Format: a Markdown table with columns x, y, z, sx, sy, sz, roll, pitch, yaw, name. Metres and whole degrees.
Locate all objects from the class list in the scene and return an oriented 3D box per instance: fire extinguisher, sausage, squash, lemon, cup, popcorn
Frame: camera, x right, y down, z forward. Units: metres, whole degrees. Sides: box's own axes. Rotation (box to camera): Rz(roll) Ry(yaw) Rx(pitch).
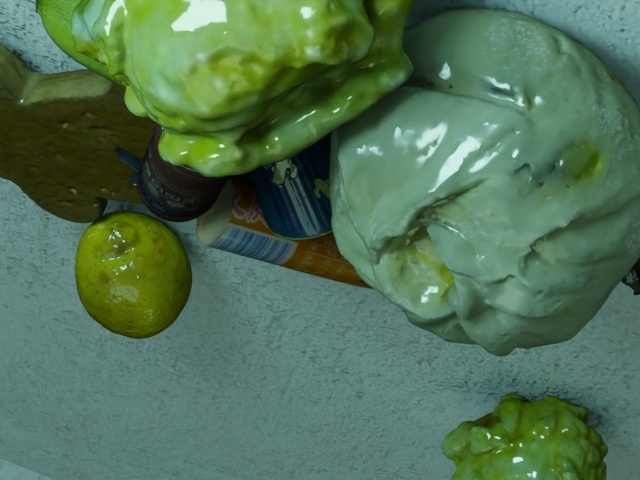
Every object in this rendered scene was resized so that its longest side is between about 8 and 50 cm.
| x | y | z | sx | sy | sz | roll | pitch | yaw | name |
| --- | --- | --- | --- | --- | --- | --- | --- | --- | --- |
| -0.172 | -0.095 | 1.932 | 0.138 | 0.102 | 0.344 | 37 | 163 | -3 | fire extinguisher |
| 0.000 | 0.000 | 2.087 | 0.312 | 0.093 | 0.093 | 16 | 158 | -29 | sausage |
| -0.228 | -0.234 | 1.849 | 0.187 | 0.123 | 0.123 | 24 | 153 | -3 | squash |
| -0.264 | 0.048 | 2.334 | 0.170 | 0.170 | 0.207 | 17 | 152 | 7 | lemon |
| -0.010 | -0.108 | 1.925 | 0.176 | 0.131 | 0.155 | -25 | 126 | 3 | cup |
| 0.302 | 0.338 | 2.395 | 0.255 | 0.256 | 0.195 | 44 | -176 | 37 | popcorn |
| -0.065 | -0.220 | 1.617 | 0.312 | 0.312 | 0.312 | 16 | 152 | 9 | popcorn |

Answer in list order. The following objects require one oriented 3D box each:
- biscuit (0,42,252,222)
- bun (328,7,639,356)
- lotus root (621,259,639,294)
| x | y | z | sx | sy | sz | roll | pitch | yaw | name |
| --- | --- | --- | --- | --- | --- | --- | --- | --- | --- |
| -0.278 | -0.147 | 2.097 | 0.394 | 0.076 | 0.368 | 1 | 147 | 28 | biscuit |
| 0.157 | -0.050 | 1.688 | 0.365 | 0.219 | 0.365 | 13 | 120 | 24 | bun |
| 0.432 | 0.026 | 1.842 | 0.278 | 0.154 | 0.154 | 0 | 147 | 43 | lotus root |
